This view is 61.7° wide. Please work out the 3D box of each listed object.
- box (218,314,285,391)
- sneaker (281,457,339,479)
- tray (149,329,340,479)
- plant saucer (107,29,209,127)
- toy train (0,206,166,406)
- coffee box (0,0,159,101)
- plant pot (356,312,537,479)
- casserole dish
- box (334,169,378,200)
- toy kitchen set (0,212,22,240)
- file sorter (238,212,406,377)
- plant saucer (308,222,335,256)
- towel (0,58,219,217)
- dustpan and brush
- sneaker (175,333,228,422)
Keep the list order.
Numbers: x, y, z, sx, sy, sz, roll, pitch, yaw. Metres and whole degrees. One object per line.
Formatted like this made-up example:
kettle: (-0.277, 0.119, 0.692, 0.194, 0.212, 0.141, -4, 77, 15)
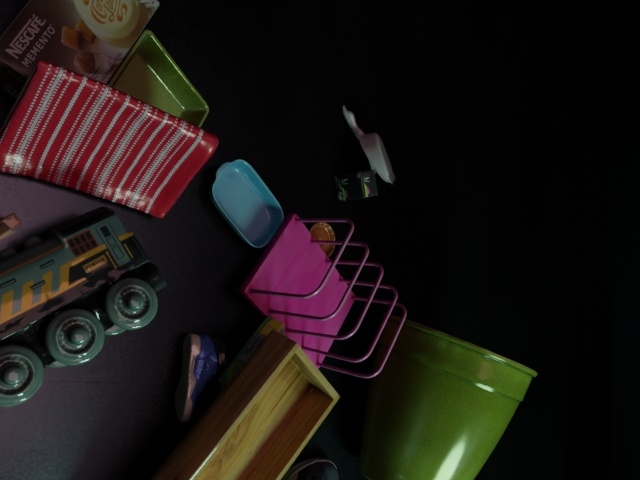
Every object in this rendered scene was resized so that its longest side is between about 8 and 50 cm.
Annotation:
box: (-0.131, 0.240, 1.011, 0.179, 0.043, 0.105, -54, 159, -34)
sneaker: (-0.052, 0.539, 1.049, 0.321, 0.128, 0.126, -14, 96, -45)
tray: (-0.148, 0.375, 0.922, 0.411, 0.076, 0.202, -51, 134, -21)
plant saucer: (-0.288, -0.212, 0.889, 0.188, 0.045, 0.188, 54, 52, -52)
toy train: (-0.386, 0.090, 0.754, 0.334, 0.142, 0.190, -34, 99, -38)
coffee box: (-0.372, -0.307, 0.803, 0.141, 0.098, 0.246, 40, 61, -35)
plant pot: (0.254, 0.399, 1.228, 0.367, 0.367, 0.352, 28, 81, -40)
casserole dish: (-0.147, -0.070, 1.050, 0.188, 0.037, 0.114, 54, 55, -27)
box: (0.082, -0.127, 1.240, 0.052, 0.083, 0.062, -15, 98, -44)
toy kitchen set: (-0.461, -0.029, 0.723, 0.083, 0.068, 0.075, -45, 118, -36)
file sorter: (0.026, 0.117, 1.081, 0.290, 0.182, 0.202, 55, 53, -36)
plant saucer: (0.000, 0.000, 1.203, 0.084, 0.013, 0.083, 2, 87, -44)
towel: (-0.313, -0.133, 0.799, 0.275, 0.199, 0.031, 19, 39, -41)
dustpan and brush: (0.114, -0.232, 1.284, 0.147, 0.060, 0.211, -51, 120, -72)
sneaker: (-0.207, 0.246, 0.959, 0.085, 0.058, 0.152, 14, 72, -34)
